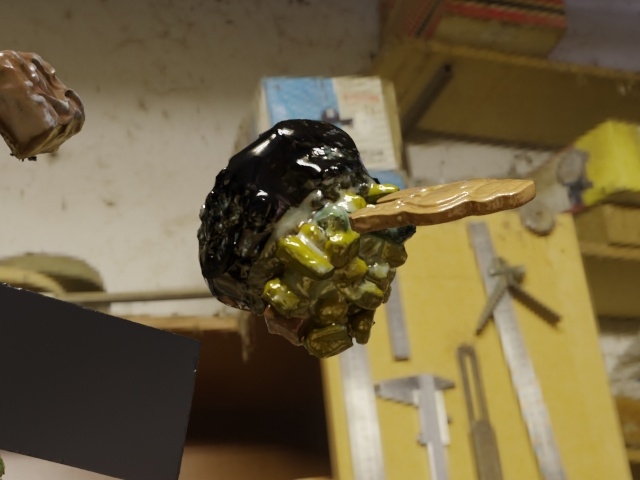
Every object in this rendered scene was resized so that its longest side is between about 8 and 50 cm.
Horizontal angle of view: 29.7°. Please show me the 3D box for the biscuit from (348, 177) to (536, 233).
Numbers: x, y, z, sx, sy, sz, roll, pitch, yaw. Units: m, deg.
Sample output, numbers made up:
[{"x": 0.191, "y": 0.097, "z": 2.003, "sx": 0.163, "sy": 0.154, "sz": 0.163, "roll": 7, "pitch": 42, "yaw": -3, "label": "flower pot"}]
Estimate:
[{"x": 0.148, "y": -0.047, "z": 1.469, "sx": 0.236, "sy": 0.040, "sz": 0.144, "roll": -9, "pitch": 18, "yaw": 38, "label": "biscuit"}]

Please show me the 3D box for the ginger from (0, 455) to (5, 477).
[{"x": -0.505, "y": 0.217, "z": 1.679, "sx": 0.089, "sy": 0.289, "sz": 0.137, "roll": -12, "pitch": 14, "yaw": -17, "label": "ginger"}]

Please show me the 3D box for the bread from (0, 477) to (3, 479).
[{"x": -0.357, "y": 0.492, "z": 1.428, "sx": 0.165, "sy": 0.416, "sz": 0.113, "roll": -31, "pitch": -30, "yaw": -9, "label": "bread"}]

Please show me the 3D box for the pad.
[{"x": -0.295, "y": 0.172, "z": 1.447, "sx": 0.300, "sy": 0.202, "sz": 0.005, "roll": 18, "pitch": -29, "yaw": -22, "label": "pad"}]

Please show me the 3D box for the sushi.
[{"x": 0.000, "y": 0.000, "z": 1.933, "sx": 0.328, "sy": 0.285, "sz": 0.328, "roll": -6, "pitch": -58, "yaw": -50, "label": "sushi"}]

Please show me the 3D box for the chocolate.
[{"x": -0.409, "y": -0.196, "z": 1.700, "sx": 0.093, "sy": 0.148, "sz": 0.214, "roll": -33, "pitch": 8, "yaw": 9, "label": "chocolate"}]
